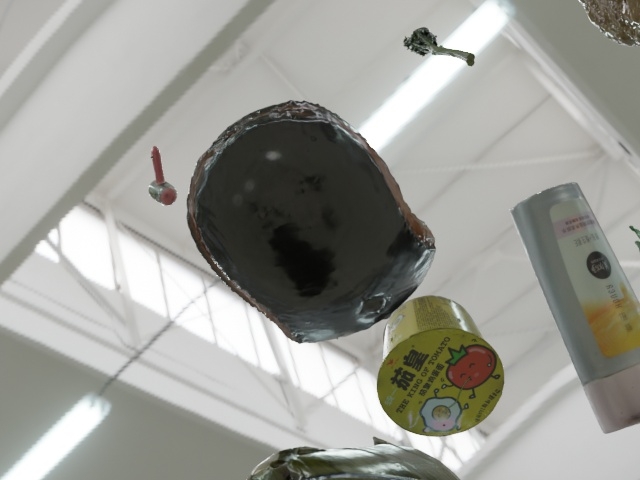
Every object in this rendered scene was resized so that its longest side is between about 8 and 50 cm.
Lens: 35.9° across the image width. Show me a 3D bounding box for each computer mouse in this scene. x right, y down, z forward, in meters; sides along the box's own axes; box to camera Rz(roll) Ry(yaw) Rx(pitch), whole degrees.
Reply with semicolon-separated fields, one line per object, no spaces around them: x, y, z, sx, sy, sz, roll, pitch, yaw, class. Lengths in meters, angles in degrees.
0.002;0.003;0.919;0.183;0.116;0.323;-36;-40;6;computer mouse

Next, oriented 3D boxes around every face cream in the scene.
0.301;0.071;1.086;0.107;0.269;0.073;-16;-13;-21;face cream

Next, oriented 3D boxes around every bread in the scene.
0.433;-0.378;1.339;0.123;0.230;0.230;-30;-46;-11;bread

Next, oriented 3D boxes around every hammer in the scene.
-0.221;-0.090;1.357;0.031;0.053;0.083;-20;-62;-30;hammer

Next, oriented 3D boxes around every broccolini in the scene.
0.167;-0.270;1.398;0.042;0.218;0.044;35;-81;-20;broccolini

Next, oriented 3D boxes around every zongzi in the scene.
0.093;0.280;0.782;0.138;0.300;0.286;-57;-26;6;zongzi

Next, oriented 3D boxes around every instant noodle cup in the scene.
0.167;0.173;1.446;0.182;0.144;0.182;0;-66;0;instant noodle cup

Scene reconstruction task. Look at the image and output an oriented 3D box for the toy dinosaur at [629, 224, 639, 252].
0.338;0.007;0.980;0.083;0.062;0.021;39;-48;-13;toy dinosaur
